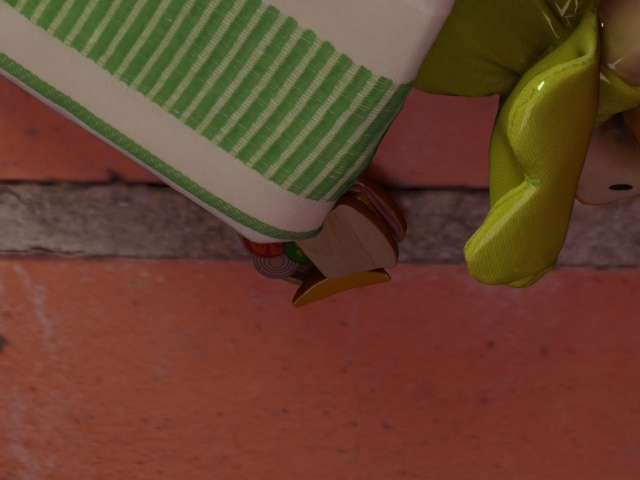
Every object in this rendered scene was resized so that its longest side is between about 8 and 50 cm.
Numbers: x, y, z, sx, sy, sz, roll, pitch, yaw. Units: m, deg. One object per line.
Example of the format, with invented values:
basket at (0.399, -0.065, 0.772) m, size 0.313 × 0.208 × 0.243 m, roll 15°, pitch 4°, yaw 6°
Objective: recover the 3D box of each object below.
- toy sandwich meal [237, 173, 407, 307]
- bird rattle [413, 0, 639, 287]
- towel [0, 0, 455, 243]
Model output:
toy sandwich meal at (0.000, 0.000, 0.801) m, size 0.085 × 0.029 × 0.086 m, roll 5°, pitch 134°, yaw 5°
bird rattle at (0.157, -0.078, 0.643) m, size 0.253 × 0.143 × 0.207 m, roll -21°, pitch 160°, yaw 10°
towel at (-0.052, -0.151, 0.592) m, size 0.248 × 0.038 × 0.325 m, roll 34°, pitch 139°, yaw 6°
